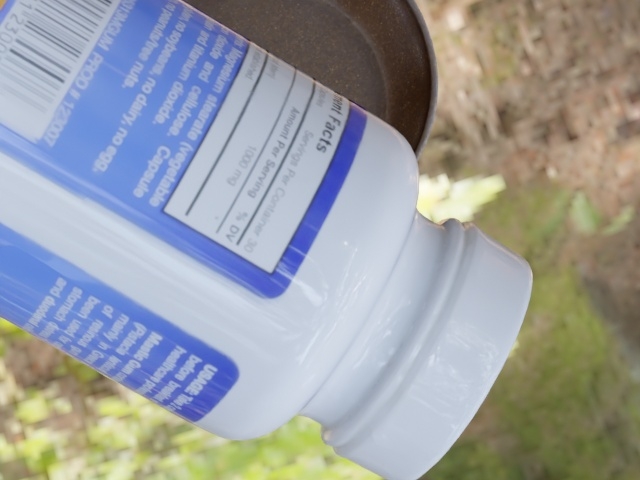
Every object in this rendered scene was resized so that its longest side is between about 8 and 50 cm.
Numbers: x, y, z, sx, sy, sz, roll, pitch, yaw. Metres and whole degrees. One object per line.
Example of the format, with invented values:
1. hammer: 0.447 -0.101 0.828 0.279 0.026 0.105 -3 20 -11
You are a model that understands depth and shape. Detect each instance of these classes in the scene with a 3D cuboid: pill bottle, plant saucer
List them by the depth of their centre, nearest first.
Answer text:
1. pill bottle: -0.055 -0.011 0.829 0.272 0.152 0.152 31 145 -10
2. plant saucer: -0.038 -0.076 1.040 0.198 0.198 0.036 -16 159 -5
